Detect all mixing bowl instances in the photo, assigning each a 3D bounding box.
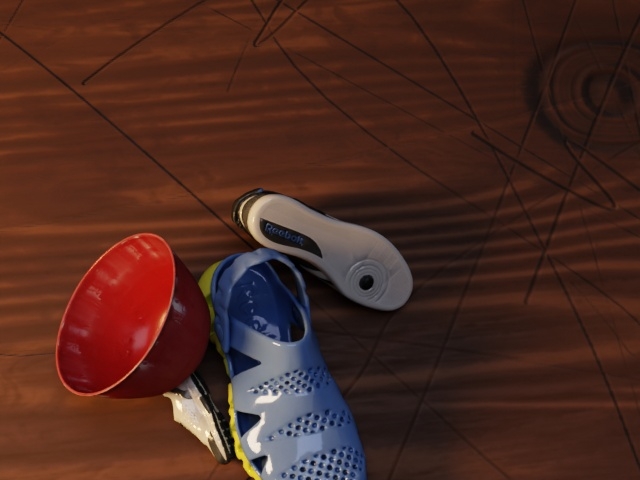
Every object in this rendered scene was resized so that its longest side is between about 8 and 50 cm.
[{"bbox_3d":[-0.181,0.094,1.277,0.098,0.181,0.181,35,53,-39],"label":"mixing bowl"}]

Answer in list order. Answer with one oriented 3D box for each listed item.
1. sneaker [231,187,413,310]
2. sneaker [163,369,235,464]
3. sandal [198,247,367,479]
[{"bbox_3d":[0.000,0.000,1.380,0.217,0.121,0.079,31,90,-24],"label":"sneaker"},{"bbox_3d":[-0.127,0.191,1.291,0.043,0.040,0.109,-33,73,10],"label":"sneaker"},{"bbox_3d":[-0.042,0.135,1.267,0.126,0.138,0.317,-18,67,-24],"label":"sandal"}]
